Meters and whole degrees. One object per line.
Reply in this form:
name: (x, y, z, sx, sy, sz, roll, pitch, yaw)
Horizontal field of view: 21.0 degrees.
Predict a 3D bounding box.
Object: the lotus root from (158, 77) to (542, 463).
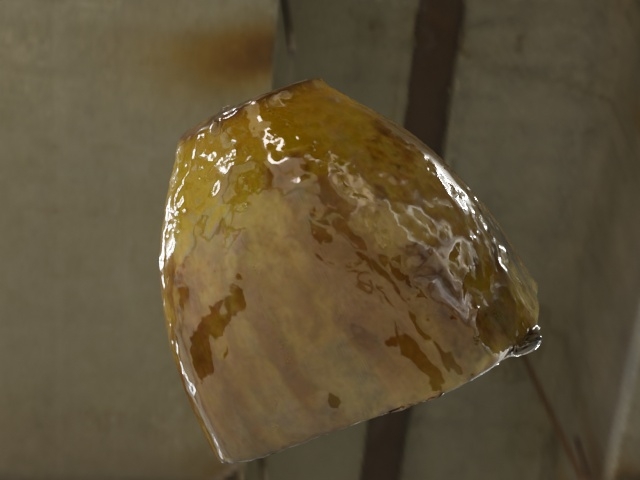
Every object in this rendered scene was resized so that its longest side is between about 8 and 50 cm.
lotus root: (0.001, 0.000, 0.936, 0.188, 0.199, 0.180, -24, -82, 13)
